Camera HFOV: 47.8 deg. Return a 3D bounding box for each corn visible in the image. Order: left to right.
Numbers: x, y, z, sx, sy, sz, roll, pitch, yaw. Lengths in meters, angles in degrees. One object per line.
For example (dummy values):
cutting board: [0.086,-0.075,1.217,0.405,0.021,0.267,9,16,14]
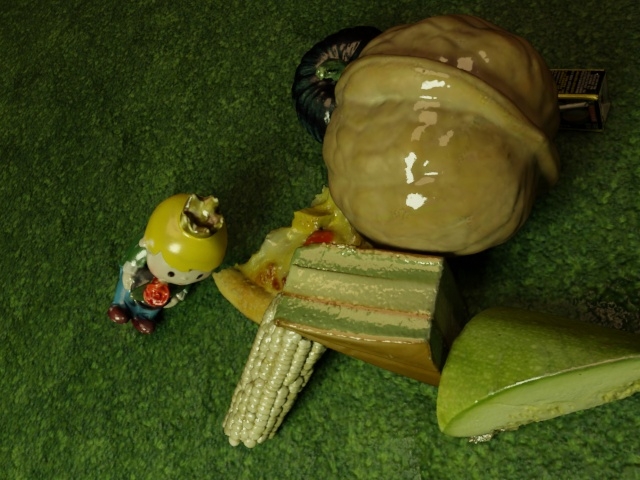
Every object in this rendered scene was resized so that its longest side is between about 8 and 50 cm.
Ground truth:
corn: [-0.049,0.156,0.874,0.087,0.087,0.211,44,120,39]

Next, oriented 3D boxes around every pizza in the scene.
pizza: [0.000,0.000,0.981,0.280,0.075,0.287,9,66,30]

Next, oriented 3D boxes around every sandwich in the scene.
sandwich: [0.063,0.088,0.830,0.187,0.144,0.117,6,61,20]

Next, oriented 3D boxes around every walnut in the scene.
walnut: [0.145,-0.117,0.853,0.285,0.285,0.296,15,75,33]

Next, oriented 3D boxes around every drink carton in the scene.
drink carton: [0.290,-0.185,0.955,0.166,0.071,0.056,8,61,32]

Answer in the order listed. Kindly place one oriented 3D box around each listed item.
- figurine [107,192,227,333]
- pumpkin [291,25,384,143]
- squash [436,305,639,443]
figurine: [-0.209,0.032,0.990,0.234,0.127,0.185,-10,48,55]
pumpkin: [0.051,-0.223,1.060,0.194,0.150,0.194,-1,52,2]
squash: [0.250,0.147,0.716,0.252,0.093,0.169,10,63,45]
